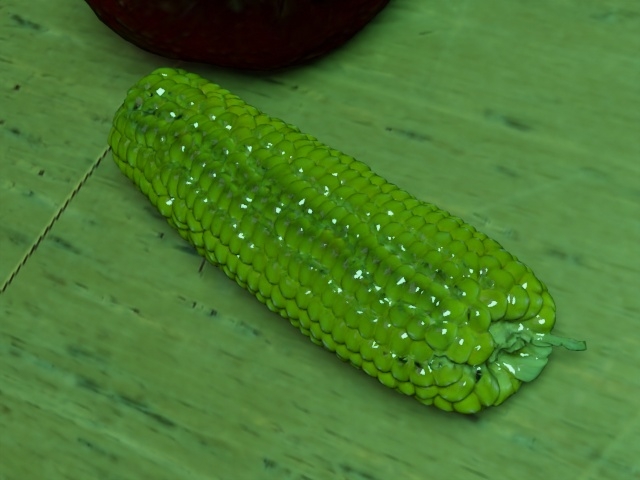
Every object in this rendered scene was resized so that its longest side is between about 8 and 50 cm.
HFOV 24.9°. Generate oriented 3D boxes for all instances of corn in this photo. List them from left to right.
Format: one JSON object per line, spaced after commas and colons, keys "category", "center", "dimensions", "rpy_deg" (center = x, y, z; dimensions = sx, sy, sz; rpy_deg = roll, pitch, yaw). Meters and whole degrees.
{"category": "corn", "center": [0.000, 0.000, 0.807], "dimensions": [0.310, 0.101, 0.101], "rpy_deg": [31, 87, 25]}

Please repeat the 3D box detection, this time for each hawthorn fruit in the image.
{"category": "hawthorn fruit", "center": [-0.039, -0.242, 0.848], "dimensions": [0.230, 0.210, 0.266], "rpy_deg": [-14, 52, 25]}
